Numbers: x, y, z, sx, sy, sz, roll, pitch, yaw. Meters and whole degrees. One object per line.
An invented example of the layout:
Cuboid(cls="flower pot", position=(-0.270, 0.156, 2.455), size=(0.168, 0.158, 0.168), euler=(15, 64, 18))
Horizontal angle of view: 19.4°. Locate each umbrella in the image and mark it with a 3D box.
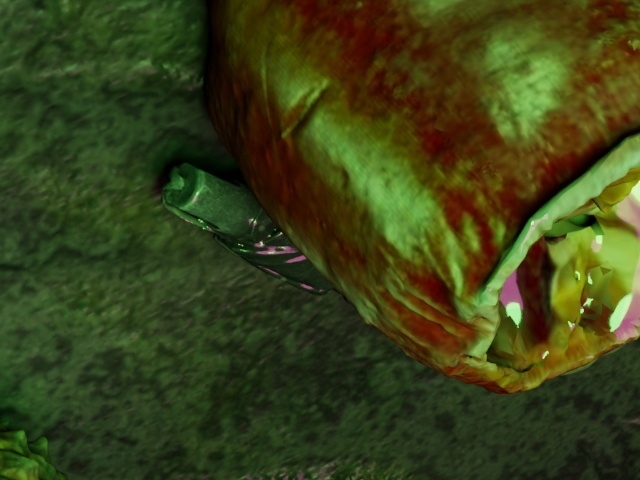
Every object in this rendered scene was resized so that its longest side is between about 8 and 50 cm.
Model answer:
Cuboid(cls="umbrella", position=(0.000, 0.000, 1.136), size=(0.235, 0.059, 0.066), euler=(25, 88, -39))

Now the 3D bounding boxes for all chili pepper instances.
Cuboid(cls="chili pepper", position=(0.097, -0.062, 0.969), size=(0.251, 0.305, 0.229), euler=(-18, 135, -20))

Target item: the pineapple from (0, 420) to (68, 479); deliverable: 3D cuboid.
Cuboid(cls="pineapple", position=(-0.204, 0.179, 1.093), size=(0.166, 0.166, 0.193), euler=(-45, 152, 10))

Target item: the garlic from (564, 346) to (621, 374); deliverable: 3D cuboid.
Cuboid(cls="garlic", position=(0.152, 0.011, 1.191), size=(0.147, 0.102, 0.159), euler=(-69, 158, -8))
